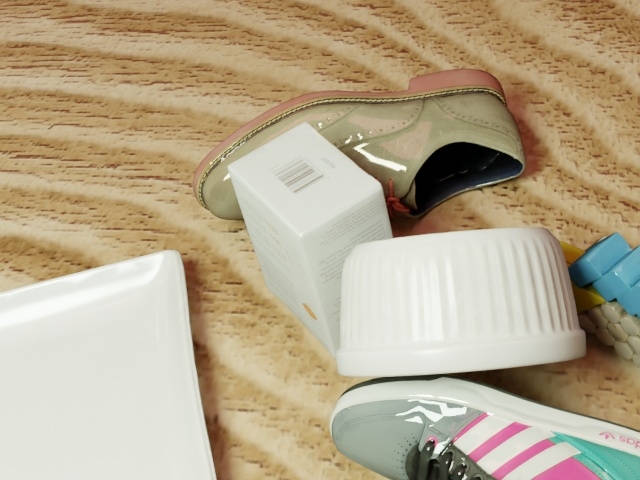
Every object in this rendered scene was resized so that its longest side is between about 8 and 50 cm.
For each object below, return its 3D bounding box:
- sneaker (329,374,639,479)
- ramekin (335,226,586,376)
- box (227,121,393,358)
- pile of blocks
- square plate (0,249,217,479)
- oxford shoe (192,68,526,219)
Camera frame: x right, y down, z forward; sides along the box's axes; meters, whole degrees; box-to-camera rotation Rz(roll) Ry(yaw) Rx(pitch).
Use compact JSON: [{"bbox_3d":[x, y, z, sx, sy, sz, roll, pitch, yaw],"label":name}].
[{"bbox_3d":[0.123,0.214,0.873,0.296,0.123,0.178,10,39,21],"label":"sneaker"},{"bbox_3d":[0.112,0.051,0.959,0.207,0.207,0.109,-6,86,8],"label":"ramekin"},{"bbox_3d":[0.000,0.000,1.075,0.091,0.170,0.130,-32,47,-16],"label":"box"},{"bbox_3d":[0.323,0.053,0.960,0.113,0.149,0.362,-38,49,-23],"label":"pile of blocks"},{"bbox_3d":[-0.274,0.176,1.053,0.347,0.049,0.344,-15,44,-1],"label":"square plate"},{"bbox_3d":[0.042,-0.079,1.184,0.348,0.123,0.130,-18,49,-3],"label":"oxford shoe"}]
